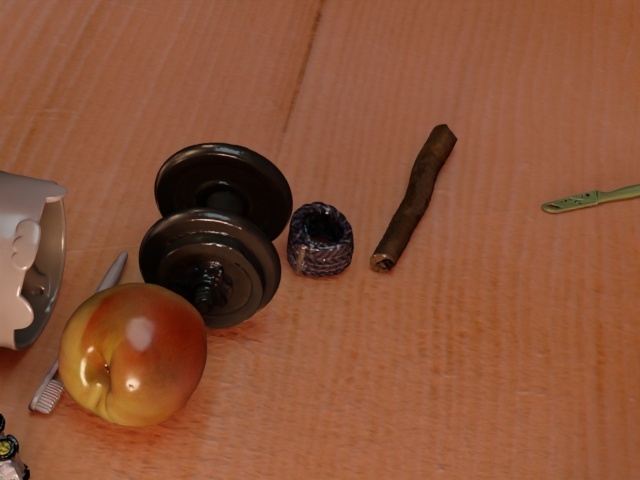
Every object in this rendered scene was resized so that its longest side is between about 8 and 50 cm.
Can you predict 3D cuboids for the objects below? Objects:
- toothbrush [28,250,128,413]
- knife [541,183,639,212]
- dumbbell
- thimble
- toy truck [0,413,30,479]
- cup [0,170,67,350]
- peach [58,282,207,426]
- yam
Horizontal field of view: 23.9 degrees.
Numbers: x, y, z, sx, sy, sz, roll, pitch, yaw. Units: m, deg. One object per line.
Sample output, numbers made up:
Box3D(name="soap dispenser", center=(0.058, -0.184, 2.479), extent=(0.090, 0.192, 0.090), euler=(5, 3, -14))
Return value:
Box3D(name="toothbrush", center=(-0.304, 0.114, 1.964), extent=(0.029, 0.025, 0.307), euler=(22, 43, 1))
Box3D(name="knife", center=(0.429, -0.068, 2.311), extent=(0.207, 0.014, 0.030), euler=(-12, 48, -22))
Box3D(name="dumbbell", center=(-0.138, -0.013, 2.013), extent=(0.192, 0.192, 0.290), euler=(9, 42, -1))
Box3D(name="thimble", center=(0.001, -0.001, 2.119), extent=(0.095, 0.066, 0.104), euler=(10, 41, 5))
Box3D(name="toy truck", center=(-0.387, 0.258, 1.761), extent=(0.077, 0.076, 0.111), euler=(-25, 52, -10))
Box3D(name="cup", center=(-0.461, 0.043, 1.895), extent=(0.257, 0.219, 0.290), euler=(11, 74, 3))
Box3D(name="peach", center=(-0.225, 0.136, 1.851), extent=(0.184, 0.184, 0.184), euler=(5, 42, -5))
Box3D(name="yam", center=(0.140, -0.067, 2.234), extent=(0.045, 0.045, 0.327), euler=(1, 38, 24))
